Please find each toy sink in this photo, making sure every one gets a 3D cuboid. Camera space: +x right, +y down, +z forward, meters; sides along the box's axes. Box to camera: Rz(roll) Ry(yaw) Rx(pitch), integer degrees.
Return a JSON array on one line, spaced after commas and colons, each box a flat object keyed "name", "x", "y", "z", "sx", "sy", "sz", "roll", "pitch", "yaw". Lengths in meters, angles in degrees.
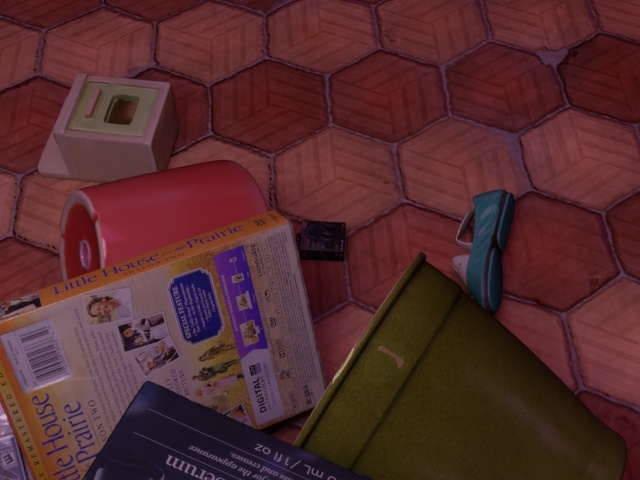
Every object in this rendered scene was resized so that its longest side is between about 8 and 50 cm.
[{"name": "toy sink", "x": -0.389, "y": -0.202, "z": 1.563, "sx": 0.234, "sy": 0.131, "sz": 0.152, "roll": 7, "pitch": 55, "yaw": 6}]

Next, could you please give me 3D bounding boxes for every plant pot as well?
[{"name": "plant pot", "x": -0.236, "y": 0.016, "z": 1.282, "sx": 0.243, "sy": 0.275, "sz": 0.275, "roll": -4, "pitch": 51, "yaw": -34}, {"name": "plant pot", "x": 0.183, "y": 0.260, "z": 1.135, "sx": 0.353, "sy": 0.366, "sz": 0.366, "roll": 32, "pitch": 61, "yaw": 8}]

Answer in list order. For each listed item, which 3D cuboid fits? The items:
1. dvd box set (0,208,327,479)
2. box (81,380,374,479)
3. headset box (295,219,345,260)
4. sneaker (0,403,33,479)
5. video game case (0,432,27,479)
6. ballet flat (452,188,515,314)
[{"name": "dvd box set", "x": -0.210, "y": 0.164, "z": 1.179, "sx": 0.420, "sy": 0.307, "sz": 0.062, "roll": -20, "pitch": 27, "yaw": -16}, {"name": "box", "x": -0.149, "y": 0.392, "z": 0.898, "sx": 0.294, "sy": 0.212, "sz": 0.395, "roll": 23, "pitch": 38, "yaw": 2}, {"name": "headset box", "x": 0.000, "y": 0.000, "z": 1.480, "sx": 0.083, "sy": 0.032, "sz": 0.062, "roll": 4, "pitch": 55, "yaw": 2}, {"name": "sneaker", "x": -0.399, "y": 0.202, "z": 1.297, "sx": 0.169, "sy": 0.108, "sz": 0.292, "roll": 26, "pitch": 60, "yaw": 14}, {"name": "video game case", "x": -0.487, "y": 0.373, "z": 1.161, "sx": 0.201, "sy": 0.023, "sz": 0.183, "roll": -14, "pitch": 88, "yaw": -18}, {"name": "ballet flat", "x": 0.265, "y": 0.020, "z": 1.447, "sx": 0.087, "sy": 0.083, "sz": 0.247, "roll": -4, "pitch": 51, "yaw": 28}]
